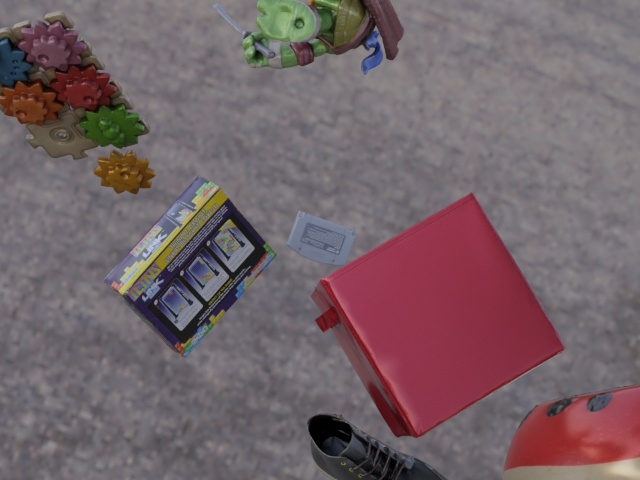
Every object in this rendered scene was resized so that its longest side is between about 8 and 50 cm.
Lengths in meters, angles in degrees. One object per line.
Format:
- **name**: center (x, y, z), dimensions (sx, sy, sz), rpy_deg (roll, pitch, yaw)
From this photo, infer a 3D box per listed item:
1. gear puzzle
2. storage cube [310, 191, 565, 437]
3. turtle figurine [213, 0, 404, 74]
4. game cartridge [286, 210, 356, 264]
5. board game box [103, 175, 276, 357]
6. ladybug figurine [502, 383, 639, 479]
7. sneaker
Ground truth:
- **gear puzzle**: center (-0.332, -0.159, 2.019), dimensions (0.176, 0.339, 0.044), rpy_deg (-13, 49, 19)
- **storage cube**: center (0.120, 0.088, 1.637), dimensions (0.193, 0.215, 0.183), rpy_deg (59, -7, 4)
- **turtle figurine**: center (-0.038, -0.306, 1.818), dimensions (0.274, 0.198, 0.266), rpy_deg (57, 6, 3)
- **game cartridge**: center (0.000, 0.000, 1.960), dimensions (0.083, 0.056, 0.017), rpy_deg (20, -2, -18)
- **board game box**: center (-0.152, 0.032, 1.787), dimensions (0.048, 0.170, 0.141), rpy_deg (29, -17, 47)
- **ladybug figurine**: center (0.439, 0.291, 2.174), dimensions (0.305, 0.161, 0.449), rpy_deg (-4, -10, -44)
- **sneaker**: center (0.078, 0.297, 1.929), dimensions (0.222, 0.083, 0.118), rpy_deg (22, -18, 18)
